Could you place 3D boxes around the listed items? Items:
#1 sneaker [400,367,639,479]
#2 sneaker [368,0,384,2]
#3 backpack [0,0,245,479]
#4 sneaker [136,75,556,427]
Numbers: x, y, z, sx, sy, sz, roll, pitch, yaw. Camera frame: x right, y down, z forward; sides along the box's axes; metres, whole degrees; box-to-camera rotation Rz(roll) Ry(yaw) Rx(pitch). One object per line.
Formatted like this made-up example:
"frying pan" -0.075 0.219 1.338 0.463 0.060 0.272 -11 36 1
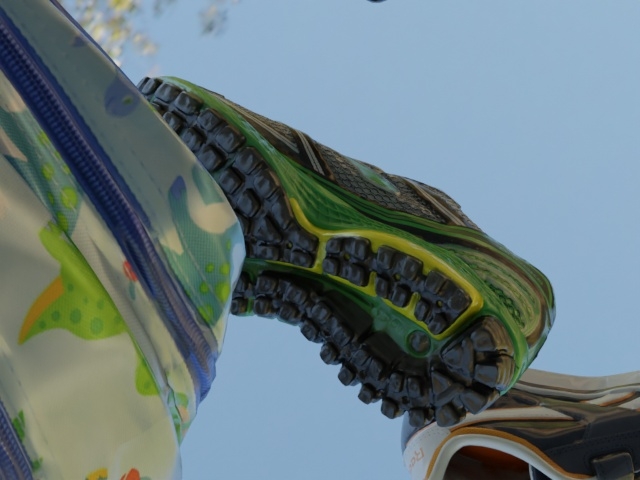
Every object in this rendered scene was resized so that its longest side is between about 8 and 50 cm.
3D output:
"sneaker" 0.221 0.172 1.443 0.321 0.126 0.127 1 -136 4
"sneaker" 0.100 -0.227 1.212 0.069 0.209 0.082 36 -146 -26
"backpack" -0.191 -0.014 0.492 0.273 0.290 0.355 -30 -94 -47
"sneaker" 0.000 0.000 1.252 0.343 0.134 0.146 35 -152 21
